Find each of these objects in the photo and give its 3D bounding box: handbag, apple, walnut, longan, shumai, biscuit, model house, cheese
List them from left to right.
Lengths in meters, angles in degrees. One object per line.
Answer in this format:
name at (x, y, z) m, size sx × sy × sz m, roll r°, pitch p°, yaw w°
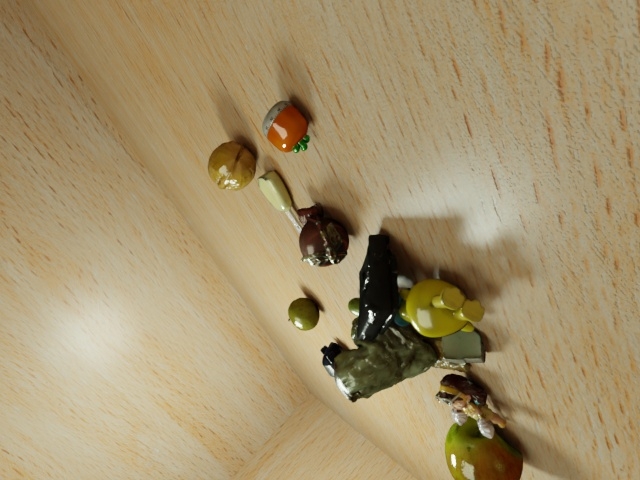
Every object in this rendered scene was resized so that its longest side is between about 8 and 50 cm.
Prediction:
walnut at (-0.300, -0.246, 1.424) m, size 0.159 × 0.159 × 0.207 m, roll 52°, pitch 152°, yaw -8°
cheese at (-0.128, -0.122, 1.439) m, size 0.127 × 0.050 × 0.255 m, roll 8°, pitch 135°, yaw 57°
longan at (-0.086, 0.351, 1.985) m, size 0.145 × 0.176 × 0.154 m, roll 19°, pitch -134°, yaw -45°
handbag at (0.152, 0.136, 1.167) m, size 0.088 × 0.244 × 0.275 m, roll 1°, pitch 151°, yaw 1°
shumai at (0.182, 0.408, 1.352) m, size 0.304 × 0.263 × 0.309 m, roll 23°, pitch 154°, yaw 33°
biscuit at (0.367, 0.358, 1.348) m, size 0.131 × 0.026 × 0.237 m, roll 53°, pitch 158°, yaw -4°
model house at (0.391, 0.288, 1.135) m, size 0.101 × 0.087 × 0.100 m, roll -9°, pitch 152°, yaw 28°
apple at (0.540, 0.710, 1.404) m, size 0.246 × 0.246 × 0.226 m, roll 0°, pitch 109°, yaw 61°

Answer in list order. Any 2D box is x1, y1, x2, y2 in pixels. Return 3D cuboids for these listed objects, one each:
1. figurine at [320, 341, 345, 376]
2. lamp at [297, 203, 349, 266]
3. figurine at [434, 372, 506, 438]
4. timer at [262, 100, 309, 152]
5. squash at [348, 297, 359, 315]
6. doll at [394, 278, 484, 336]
figurine at (0.115, 0.647, 2.129) m, size 0.309 × 0.143 × 0.308 m, roll 20°, pitch 141°, yaw 17°
lamp at (0.012, 0.000, 1.288) m, size 0.223 × 0.151 × 0.214 m, roll -92°, pitch -5°, yaw -46°
figurine at (0.465, 0.508, 1.297) m, size 0.240 × 0.115 × 0.175 m, roll 46°, pitch 161°, yaw -8°
timer at (-0.077, -0.273, 1.050) m, size 0.136 × 0.099 × 0.136 m, roll 36°, pitch 167°, yaw 10°
squash at (0.180, 0.252, 1.472) m, size 0.201 × 0.066 × 0.066 m, roll 19°, pitch 144°, yaw 40°
doll at (0.283, 0.182, 1.074) m, size 0.200 × 0.145 × 0.363 m, roll 34°, pitch 166°, yaw 0°
